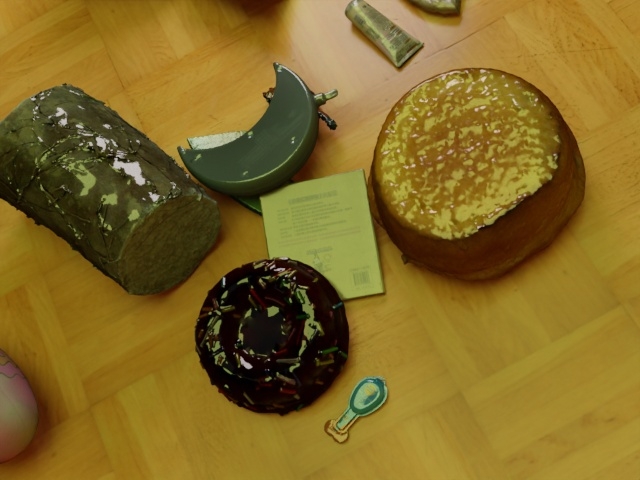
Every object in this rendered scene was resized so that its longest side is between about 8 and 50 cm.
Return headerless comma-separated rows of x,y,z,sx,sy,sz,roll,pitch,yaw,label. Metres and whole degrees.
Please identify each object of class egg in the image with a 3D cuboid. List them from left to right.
-0.538,0.226,1.327,0.271,0.196,0.196,11,71,23,egg

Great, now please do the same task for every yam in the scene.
-0.339,-0.077,1.384,0.348,0.241,0.241,34,80,21,yam

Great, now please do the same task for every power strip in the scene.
-0.085,-0.165,1.388,0.253,0.054,0.167,-40,65,-5,power strip

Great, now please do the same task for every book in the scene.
0.000,0.000,1.354,0.168,0.013,0.192,-10,80,10,book

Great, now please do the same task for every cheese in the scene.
0.051,0.234,1.267,0.111,0.017,0.047,-46,62,-7,cheese

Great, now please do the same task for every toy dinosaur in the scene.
-0.033,-0.215,1.455,0.154,0.049,0.055,30,76,29,toy dinosaur

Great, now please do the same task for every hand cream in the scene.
0.100,-0.345,1.487,0.061,0.039,0.143,-41,73,-12,hand cream

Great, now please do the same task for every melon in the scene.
-0.096,-0.095,1.437,0.262,0.053,0.114,39,64,21,melon

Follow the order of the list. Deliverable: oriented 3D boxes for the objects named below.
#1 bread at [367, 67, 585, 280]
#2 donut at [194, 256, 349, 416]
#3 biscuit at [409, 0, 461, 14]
0.213,-0.102,1.277,0.312,0.172,0.312,-5,70,13,bread
-0.077,0.133,1.291,0.235,0.089,0.235,-4,77,16,donut
0.178,-0.484,1.521,0.133,0.032,0.250,0,69,14,biscuit
